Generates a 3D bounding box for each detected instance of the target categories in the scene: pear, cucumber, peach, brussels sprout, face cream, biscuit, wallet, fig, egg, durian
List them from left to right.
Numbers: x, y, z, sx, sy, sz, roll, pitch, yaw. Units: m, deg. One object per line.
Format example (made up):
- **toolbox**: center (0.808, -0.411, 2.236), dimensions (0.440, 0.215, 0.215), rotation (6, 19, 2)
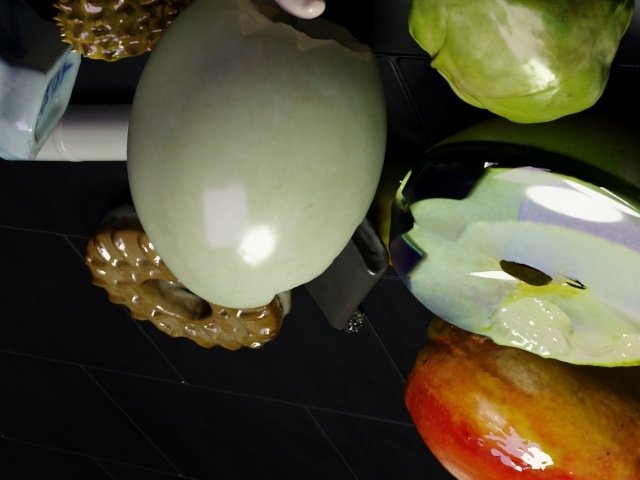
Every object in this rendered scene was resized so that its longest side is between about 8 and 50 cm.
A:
- **face cream**: center (-0.329, -0.145, 1.993), dimensions (0.250, 0.077, 0.077), rotation (2, 146, 32)
- **durian**: center (-0.214, -0.277, 1.662), dimensions (0.182, 0.165, 0.132), rotation (38, -160, 19)
- **biscuit**: center (-0.197, 0.055, 2.230), dimensions (0.332, 0.103, 0.332), rotation (18, 152, 10)
- **egg**: center (-0.073, -0.092, 1.602), dimensions (0.278, 0.278, 0.336), rotation (20, 110, 6)
- **wallet**: center (0.000, 0.000, 1.896), dimensions (0.197, 0.051, 0.377), rotation (57, 166, 9)
- **cucumber**: center (0.020, 0.078, 2.185), dimensions (0.039, 0.043, 0.163), rotation (56, 179, 46)
- **fig**: center (0.096, -0.030, 1.833), dimensions (0.153, 0.121, 0.136), rotation (18, 156, 16)
- **brussels sprout**: center (0.184, -0.206, 1.402), dimensions (0.223, 0.161, 0.223), rotation (13, 156, 6)
- **peach**: center (0.295, 0.213, 1.940), dimensions (0.372, 0.290, 0.373), rotation (26, 157, 12)
- **pear**: center (0.272, -0.024, 1.655), dimensions (0.398, 0.165, 0.399), rotation (18, 151, 11)

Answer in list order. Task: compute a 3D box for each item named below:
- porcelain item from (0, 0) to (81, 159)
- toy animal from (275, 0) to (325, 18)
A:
- **porcelain item**: center (-0.502, -0.241, 1.774), dimensions (0.405, 0.243, 0.178), rotation (21, 128, -1)
- **toy animal**: center (-0.031, -0.313, 1.424), dimensions (0.124, 0.124, 0.212), rotation (10, 154, 24)
